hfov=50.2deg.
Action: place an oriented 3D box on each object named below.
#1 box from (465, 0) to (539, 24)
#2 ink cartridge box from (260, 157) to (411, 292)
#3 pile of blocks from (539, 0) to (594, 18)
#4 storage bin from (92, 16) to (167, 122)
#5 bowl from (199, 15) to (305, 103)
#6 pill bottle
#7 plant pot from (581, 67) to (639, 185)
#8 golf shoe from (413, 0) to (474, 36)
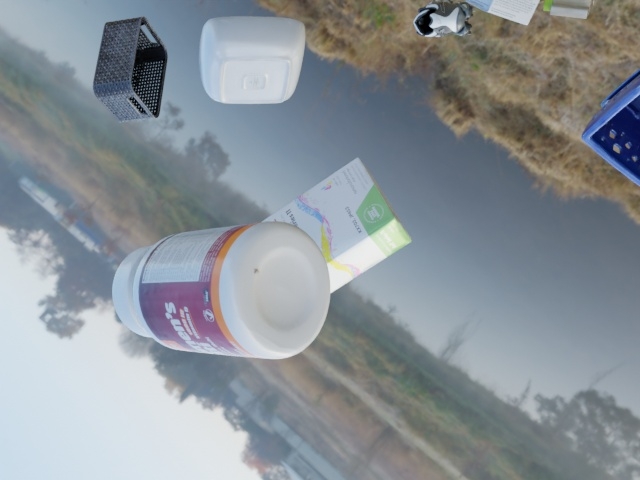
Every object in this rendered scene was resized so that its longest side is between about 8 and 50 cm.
[{"bbox_3d":[0.366,-0.500,1.307,0.126,0.137,0.072,1,-147,-38],"label":"box"},{"bbox_3d":[0.000,0.000,1.558,0.119,0.353,0.207,44,-165,-53],"label":"ink cartridge box"},{"bbox_3d":[0.504,-0.644,1.644,0.362,0.148,0.113,36,145,37],"label":"pile of blocks"},{"bbox_3d":[-0.378,-0.341,1.370,0.084,0.180,0.122,-3,156,13],"label":"storage bin"},{"bbox_3d":[-0.091,-0.232,0.921,0.142,0.141,0.053,112,154,-62],"label":"bowl"},{"bbox_3d":[-0.105,0.049,0.664,0.221,0.121,0.121,-6,137,46],"label":"pill bottle"},{"bbox_3d":[0.837,-0.309,1.714,0.236,0.212,0.236,37,141,-3],"label":"plant pot"},{"bbox_3d":[0.215,-0.429,1.311,0.198,0.093,0.077,-133,39,-70],"label":"golf shoe"}]
